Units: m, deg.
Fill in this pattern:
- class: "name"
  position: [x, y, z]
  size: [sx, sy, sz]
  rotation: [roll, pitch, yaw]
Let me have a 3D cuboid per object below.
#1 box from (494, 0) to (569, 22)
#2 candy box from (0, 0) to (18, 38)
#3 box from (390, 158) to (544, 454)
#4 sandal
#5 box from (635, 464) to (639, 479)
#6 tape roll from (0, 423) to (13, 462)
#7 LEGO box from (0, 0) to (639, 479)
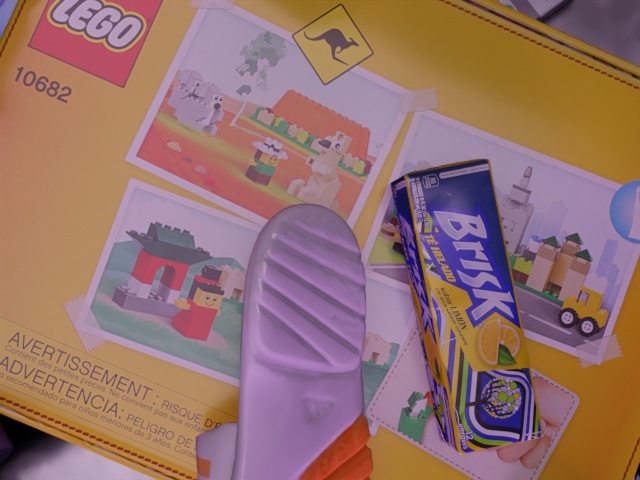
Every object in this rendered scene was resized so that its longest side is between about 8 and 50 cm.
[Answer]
- class: "box"
  position: [0.109, -0.218, 0.994]
  size: [0.186, 0.038, 0.145]
  rotation: [-36, 83, -1]
- class: "candy box"
  position: [-0.282, -0.129, 0.957]
  size: [0.268, 0.122, 0.317]
  rotation: [29, 85, 1]
- class: "box"
  position: [0.087, 0.039, 0.687]
  size: [0.054, 0.059, 0.169]
  rotation: [-12, 89, -6]
- class: "sandal"
  position: [-0.024, 0.107, 0.669]
  size: [0.102, 0.076, 0.265]
  rotation: [-1, 99, -34]
- class: "box"
  position: [0.353, 0.145, 0.947]
  size: [0.136, 0.036, 0.225]
  rotation: [17, 86, 4]
- class: "tape roll"
  position: [-0.376, 0.192, 0.852]
  size: [0.275, 0.275, 0.090]
  rotation: [-32, 83, -1]
- class: "LEGO box"
  position: [0.000, 0.000, 0.810]
  size: [0.500, 0.193, 0.372]
  rotation: [24, 86, -3]
